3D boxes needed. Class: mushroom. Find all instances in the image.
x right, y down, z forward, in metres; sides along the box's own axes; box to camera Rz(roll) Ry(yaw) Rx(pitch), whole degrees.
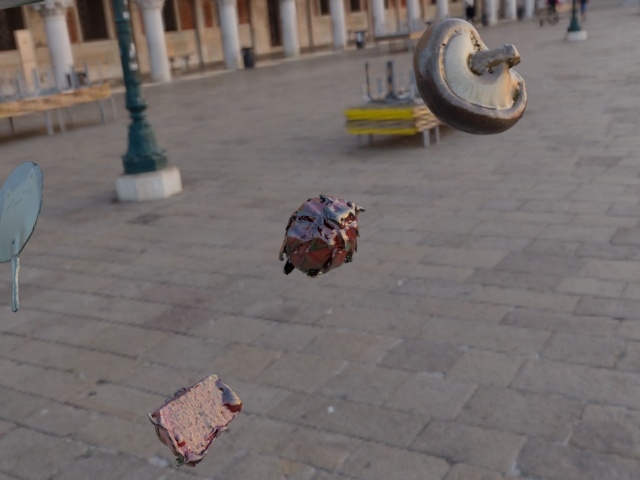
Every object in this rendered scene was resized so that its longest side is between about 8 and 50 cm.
[{"bbox_3d":[0.256,-0.282,1.405,0.194,0.231,0.138,-39,3,-17],"label":"mushroom"}]

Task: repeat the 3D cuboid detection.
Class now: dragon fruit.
[{"bbox_3d":[0.002,-0.009,1.727,0.182,0.188,0.182,7,-5,1],"label":"dragon fruit"},{"bbox_3d":[-0.199,0.268,1.161,0.096,0.102,0.147,-24,7,43],"label":"dragon fruit"}]

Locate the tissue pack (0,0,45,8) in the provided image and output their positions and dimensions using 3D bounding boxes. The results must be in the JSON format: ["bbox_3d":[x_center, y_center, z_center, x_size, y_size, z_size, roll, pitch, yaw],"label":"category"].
[{"bbox_3d":[-0.370,-0.269,0.701,0.209,0.147,0.156,-19,14,-18],"label":"tissue pack"}]

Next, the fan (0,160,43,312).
[{"bbox_3d":[-0.320,-0.004,0.821,0.113,0.175,0.005,-32,-34,33],"label":"fan"}]
